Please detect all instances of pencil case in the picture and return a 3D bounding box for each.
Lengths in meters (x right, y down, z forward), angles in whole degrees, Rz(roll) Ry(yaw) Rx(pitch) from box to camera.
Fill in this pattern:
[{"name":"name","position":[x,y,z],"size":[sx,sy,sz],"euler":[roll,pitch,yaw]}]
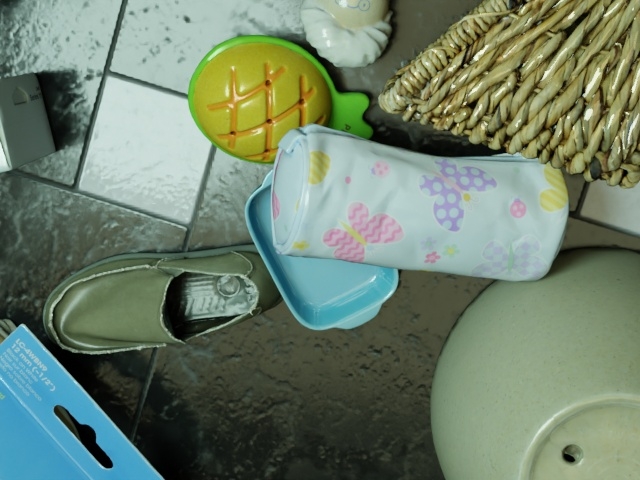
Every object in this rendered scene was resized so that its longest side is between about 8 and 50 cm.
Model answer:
[{"name":"pencil case","position":[0.090,-0.033,1.328],"size":[0.273,0.113,0.124],"euler":[5,120,-16]}]

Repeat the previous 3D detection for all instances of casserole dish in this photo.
[{"name":"casserole dish","position":[0.000,0.000,1.404],"size":[0.114,0.037,0.188],"euler":[-27,113,2]}]

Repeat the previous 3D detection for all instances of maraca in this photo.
[{"name":"maraca","position":[-0.038,-0.124,1.384],"size":[0.185,0.099,0.127],"euler":[26,115,-23]}]

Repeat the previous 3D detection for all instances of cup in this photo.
[{"name":"cup","position":[0.260,0.189,1.329],"size":[0.331,0.237,0.331],"euler":[1,100,7]}]

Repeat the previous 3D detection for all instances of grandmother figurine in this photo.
[{"name":"grandmother figurine","position":[0.048,-0.329,1.338],"size":[0.208,0.104,0.342],"euler":[13,98,13]}]

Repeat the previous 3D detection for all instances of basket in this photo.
[{"name":"basket","position":[0.184,-0.186,1.241],"size":[0.223,0.299,0.213],"euler":[18,101,3]}]

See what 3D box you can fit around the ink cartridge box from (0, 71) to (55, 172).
[{"name":"ink cartridge box","position":[-0.378,-0.093,1.397],"size":[0.208,0.153,0.087],"euler":[-14,98,10]}]

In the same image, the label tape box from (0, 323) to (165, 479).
[{"name":"label tape box","position":[-0.337,0.284,1.435],"size":[0.347,0.115,0.249],"euler":[-40,93,29]}]

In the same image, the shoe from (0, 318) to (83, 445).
[{"name":"shoe","position":[-0.288,0.177,1.480],"size":[0.076,0.058,0.219],"euler":[-25,97,19]}]

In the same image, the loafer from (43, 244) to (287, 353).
[{"name":"loafer","position":[-0.159,0.057,1.429],"size":[0.251,0.087,0.094],"euler":[-14,98,9]}]
